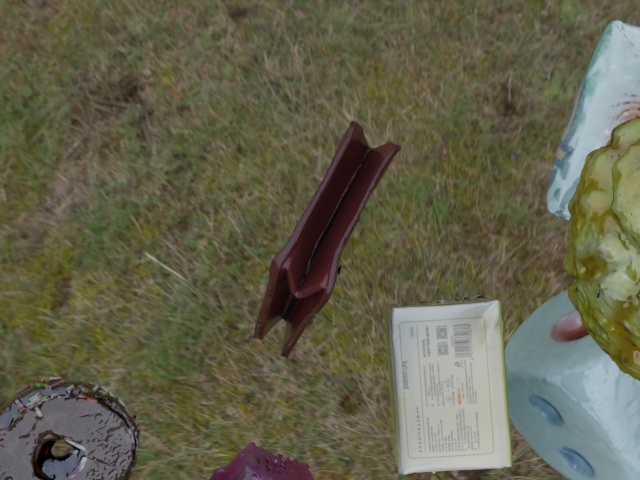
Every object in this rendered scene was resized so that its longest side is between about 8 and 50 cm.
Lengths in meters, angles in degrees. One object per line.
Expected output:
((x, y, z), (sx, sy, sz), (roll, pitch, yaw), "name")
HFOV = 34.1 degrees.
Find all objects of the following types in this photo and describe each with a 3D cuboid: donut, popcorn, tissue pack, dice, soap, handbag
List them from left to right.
((-0.436, 0.346, 1.742), (0.270, 0.103, 0.269), (-7, 111, -17), "donut")
((-0.132, 0.528, 1.844), (0.220, 0.127, 0.325), (31, 109, -16), "soap")
((0.001, 0.000, 1.400), (0.084, 0.275, 0.260), (25, 61, 1), "handbag")
((0.176, 0.197, 1.458), (0.159, 0.125, 0.234), (-5, 89, 0), "tissue pack")
((0.478, 0.238, 1.716), (0.268, 0.265, 0.262), (-39, 108, -24), "dice")
((0.371, -0.130, 1.260), (0.128, 0.311, 0.227), (19, 101, 16), "tissue pack")
((0.350, 0.014, 0.942), (0.282, 0.247, 0.282), (-1, 96, -7), "popcorn")
